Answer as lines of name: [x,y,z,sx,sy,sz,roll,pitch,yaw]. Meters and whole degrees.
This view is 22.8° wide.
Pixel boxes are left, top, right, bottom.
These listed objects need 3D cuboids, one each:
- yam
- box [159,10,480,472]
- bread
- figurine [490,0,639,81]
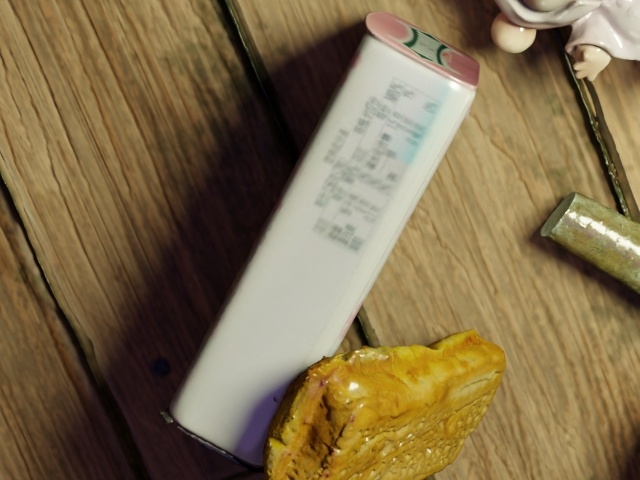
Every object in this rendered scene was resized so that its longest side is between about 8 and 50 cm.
yam: [0.256,0.008,1.347,0.132,0.054,0.054,29,105,0]
box: [0.000,0.000,1.305,0.112,0.190,0.370,30,103,1]
bread: [0.058,0.138,1.292,0.077,0.271,0.139,35,112,26]
figurine: [0.219,-0.220,1.259,0.276,0.133,0.200,37,133,-7]
